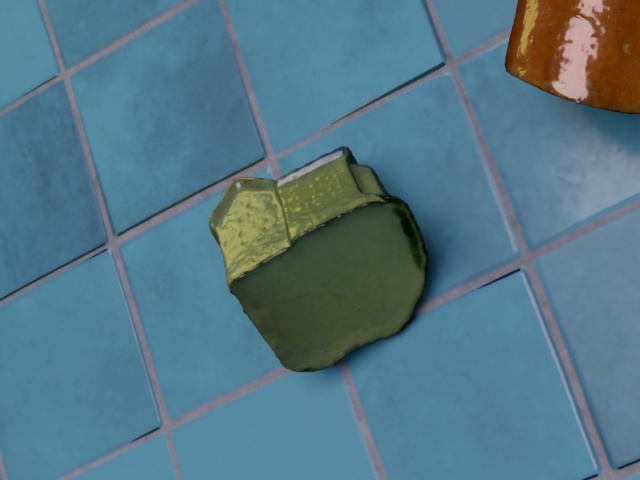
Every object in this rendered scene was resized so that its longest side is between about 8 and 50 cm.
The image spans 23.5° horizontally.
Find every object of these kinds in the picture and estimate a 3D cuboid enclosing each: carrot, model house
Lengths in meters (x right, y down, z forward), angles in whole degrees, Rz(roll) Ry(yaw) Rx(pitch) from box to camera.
[{"bbox_3d":[0.310,-0.284,1.580,0.193,0.214,0.331,12,89,12],"label":"carrot"},{"bbox_3d":[0.000,0.000,1.731,0.214,0.195,0.189,-32,42,5],"label":"model house"}]
